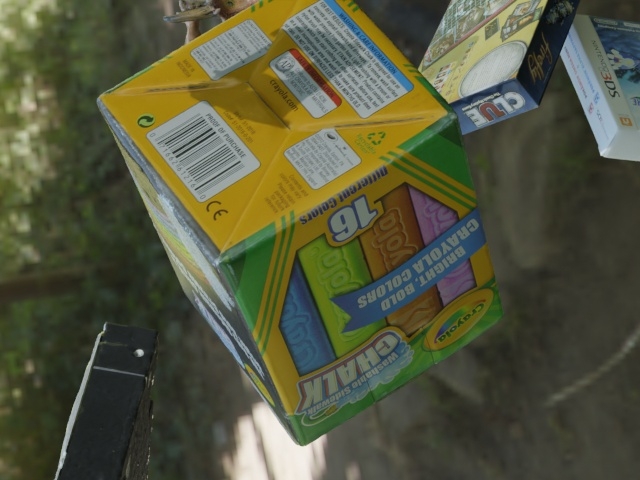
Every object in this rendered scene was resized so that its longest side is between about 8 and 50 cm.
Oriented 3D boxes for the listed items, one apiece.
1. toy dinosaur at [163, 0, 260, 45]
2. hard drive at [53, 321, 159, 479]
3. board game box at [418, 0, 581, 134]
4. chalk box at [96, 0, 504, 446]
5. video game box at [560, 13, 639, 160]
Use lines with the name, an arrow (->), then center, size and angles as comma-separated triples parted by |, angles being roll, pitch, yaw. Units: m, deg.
toy dinosaur -> -0.118, -0.148, 1.727 | 0.200, 0.127, 0.296 | -160, 94, -88
hard drive -> -0.212, 0.272, 1.603 | 0.339, 0.064, 0.237 | -81, 0, -49
board game box -> 0.180, -0.204, 1.789 | 0.165, 0.042, 0.243 | -19, 33, 41
chalk box -> 0.000, 0.000, 1.190 | 0.180, 0.179, 0.289 | 51, 169, 36
video game box -> 0.366, -0.155, 1.837 | 0.048, 0.205, 0.187 | 114, 152, -43
